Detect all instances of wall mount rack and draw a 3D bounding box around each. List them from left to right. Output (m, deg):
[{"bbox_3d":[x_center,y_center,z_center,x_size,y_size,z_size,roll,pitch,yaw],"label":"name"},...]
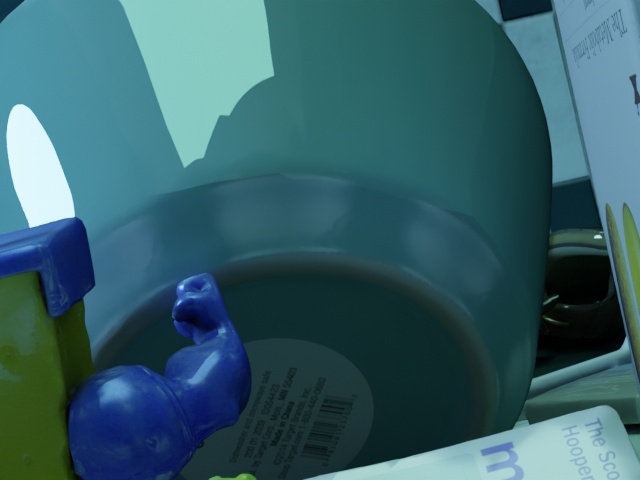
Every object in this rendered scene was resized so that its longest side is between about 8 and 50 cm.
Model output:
[{"bbox_3d":[0.245,0.026,0.832,0.304,0.130,0.350,-14,2,-42],"label":"wall mount rack"}]

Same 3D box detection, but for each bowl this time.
[{"bbox_3d":[-0.025,0.031,0.619,0.311,0.311,0.163,-13,36,-2],"label":"bowl"}]

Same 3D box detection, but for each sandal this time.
[{"bbox_3d":[0.232,0.053,1.203,0.120,0.086,0.303,-2,-20,-16],"label":"sandal"}]

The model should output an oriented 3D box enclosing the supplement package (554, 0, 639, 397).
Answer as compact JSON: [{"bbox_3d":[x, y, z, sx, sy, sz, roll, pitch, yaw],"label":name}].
[{"bbox_3d":[0.165,-0.010,0.431,0.133,0.244,0.139,-12,0,3],"label":"supplement package"}]

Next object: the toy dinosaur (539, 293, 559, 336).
[{"bbox_3d":[0.074,0.078,1.144,0.218,0.164,0.322,-29,25,-20],"label":"toy dinosaur"}]

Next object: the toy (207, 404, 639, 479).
[{"bbox_3d":[-0.028,0.100,0.307,0.237,0.056,0.137,-15,41,1],"label":"toy"}]

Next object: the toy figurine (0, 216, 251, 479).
[{"bbox_3d":[-0.094,0.065,0.430,0.362,0.217,0.191,-14,1,4],"label":"toy figurine"}]
